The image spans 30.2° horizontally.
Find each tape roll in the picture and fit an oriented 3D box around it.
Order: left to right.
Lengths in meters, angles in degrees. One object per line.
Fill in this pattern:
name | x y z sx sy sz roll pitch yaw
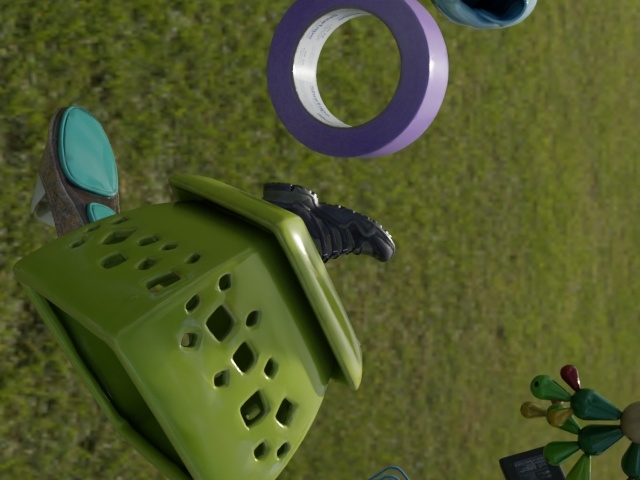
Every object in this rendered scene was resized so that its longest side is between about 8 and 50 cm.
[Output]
tape roll | 0.056 -0.266 1.850 0.090 0.275 0.274 -6 97 -64

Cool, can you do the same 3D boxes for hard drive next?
hard drive | 0.361 0.405 1.967 0.135 0.094 0.022 -106 -179 -54

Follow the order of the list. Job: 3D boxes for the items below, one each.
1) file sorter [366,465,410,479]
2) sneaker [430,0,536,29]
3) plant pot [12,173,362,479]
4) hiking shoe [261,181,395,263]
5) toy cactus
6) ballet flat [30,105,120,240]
file sorter | 0.085 0.410 1.686 0.104 0.118 0.170 54 14 -1
sneaker | 0.222 -0.327 1.588 0.150 0.135 0.366 53 23 23
plant pot | -0.105 0.077 1.069 0.207 0.227 0.228 -37 123 -22
hiking shoe | 0.000 0.000 1.708 0.227 0.086 0.114 24 85 -23
toy cactus | 0.344 0.223 1.383 0.219 0.180 0.112 56 34 -7
ballet flat | -0.299 -0.030 1.440 0.108 0.106 0.316 28 32 -45
